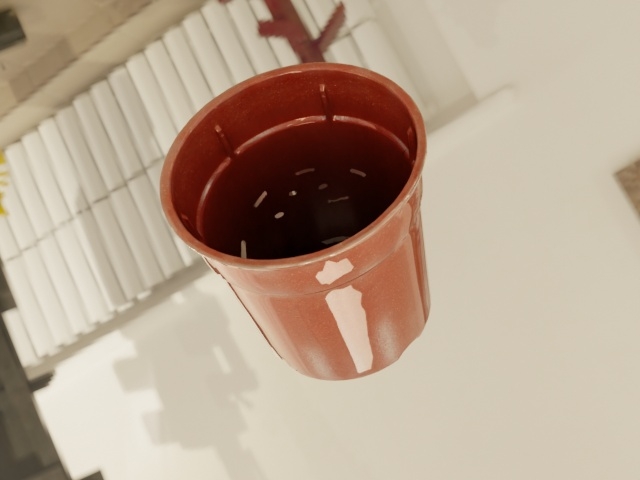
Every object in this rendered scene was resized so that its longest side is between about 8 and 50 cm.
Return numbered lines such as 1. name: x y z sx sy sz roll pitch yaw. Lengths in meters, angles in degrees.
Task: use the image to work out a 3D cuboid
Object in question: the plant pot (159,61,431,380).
1. plant pot: 0.000 0.000 1.193 0.272 0.272 0.265 -25 139 -5
